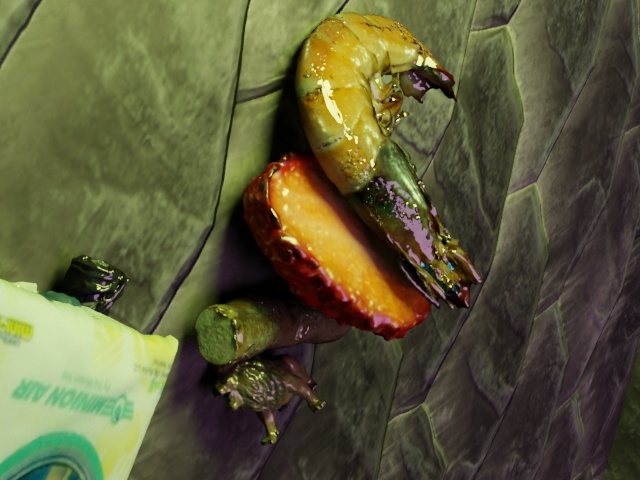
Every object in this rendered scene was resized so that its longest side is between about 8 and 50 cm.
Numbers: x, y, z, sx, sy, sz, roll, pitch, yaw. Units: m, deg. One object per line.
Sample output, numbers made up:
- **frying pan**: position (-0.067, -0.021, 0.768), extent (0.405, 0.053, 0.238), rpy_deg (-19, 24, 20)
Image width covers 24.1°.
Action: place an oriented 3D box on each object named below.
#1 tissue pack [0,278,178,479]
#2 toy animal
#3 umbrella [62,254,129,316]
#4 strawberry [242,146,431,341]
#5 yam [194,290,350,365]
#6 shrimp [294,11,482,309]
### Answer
- **tissue pack**: position (-0.263, 0.199, 0.888), extent (0.388, 0.162, 0.287), rpy_deg (-69, 157, -5)
- **toy animal**: position (-0.035, 0.147, 1.440), extent (0.069, 0.086, 0.220), rpy_deg (-31, 164, 10)
- **umbrella**: position (-0.197, 0.101, 1.101), extent (0.050, 0.046, 0.188), rpy_deg (12, 103, -62)
- **strawberry**: position (0.000, 0.000, 1.370), extent (0.236, 0.111, 0.190), rpy_deg (18, 60, -45)
- **yam**: position (-0.042, 0.076, 1.388), extent (0.253, 0.061, 0.061), rpy_deg (-5, 113, -66)
- **shrimp**: position (0.083, -0.081, 1.374), extent (0.290, 0.054, 0.222), rpy_deg (60, 38, -11)
